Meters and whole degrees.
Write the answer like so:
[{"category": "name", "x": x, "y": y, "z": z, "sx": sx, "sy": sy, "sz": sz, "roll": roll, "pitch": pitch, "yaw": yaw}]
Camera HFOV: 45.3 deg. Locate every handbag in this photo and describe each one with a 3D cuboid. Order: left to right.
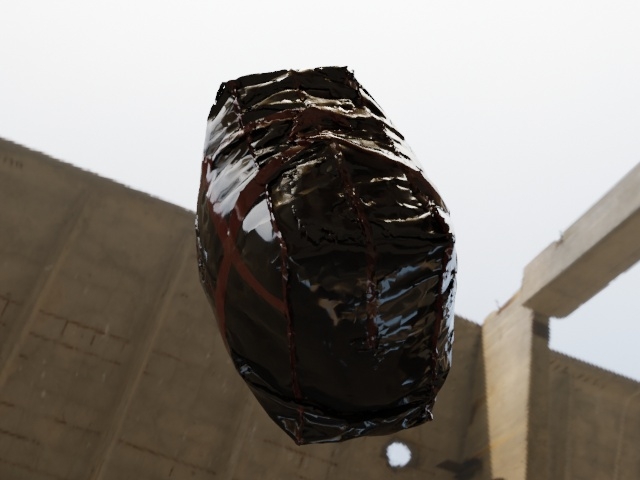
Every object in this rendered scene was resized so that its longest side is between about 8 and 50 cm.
[{"category": "handbag", "x": 0.000, "y": 0.000, "z": 0.488, "sx": 0.155, "sy": 0.169, "sz": 0.215, "roll": -8, "pitch": -141, "yaw": -14}]
